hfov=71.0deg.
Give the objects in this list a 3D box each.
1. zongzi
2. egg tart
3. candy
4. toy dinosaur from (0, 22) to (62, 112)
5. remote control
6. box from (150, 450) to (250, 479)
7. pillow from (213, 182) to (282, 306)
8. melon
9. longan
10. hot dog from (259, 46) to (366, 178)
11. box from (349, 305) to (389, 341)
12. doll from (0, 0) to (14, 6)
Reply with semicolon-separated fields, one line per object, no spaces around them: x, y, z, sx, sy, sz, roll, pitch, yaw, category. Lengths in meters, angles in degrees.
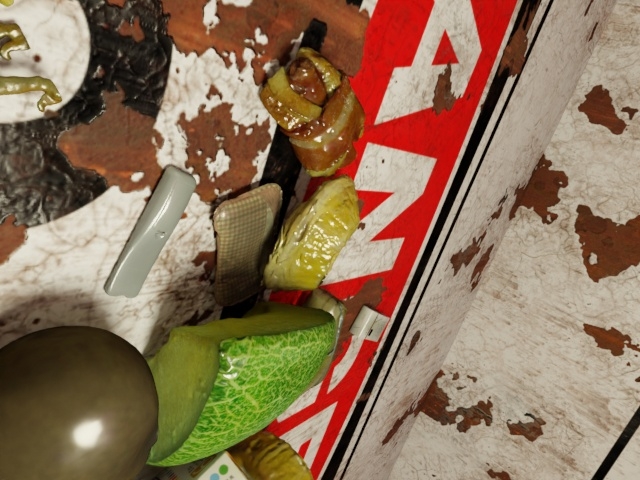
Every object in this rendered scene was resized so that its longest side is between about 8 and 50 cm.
0.001;0.232;1.016;0.228;0.115;0.256;-63;155;-4;zongzi
0.000;0.000;0.780;0.252;0.098;0.232;-53;171;-9;egg tart
-0.118;0.533;0.949;0.118;0.260;0.260;-20;131;-48;candy
-0.292;-0.142;0.350;0.126;0.039;0.162;-37;133;-27;toy dinosaur
-0.215;-0.006;0.579;0.184;0.027;0.050;-61;149;4;remote control
-0.236;0.437;0.720;0.221;0.091;0.274;-38;-179;-33;box
-0.118;0.012;0.730;0.135;0.034;0.211;-31;140;-41;pillow
-0.110;0.191;0.731;0.343;0.226;0.331;-3;133;-46;melon
-0.278;0.193;0.493;0.196;0.196;0.220;-37;155;-33;longan
0.005;-0.185;0.676;0.146;0.103;0.213;-54;147;-6;hot dog
0.143;0.241;1.288;0.084;0.040;0.154;-59;150;-1;box
-0.302;-0.207;0.230;0.291;0.086;0.117;-13;108;-49;doll
